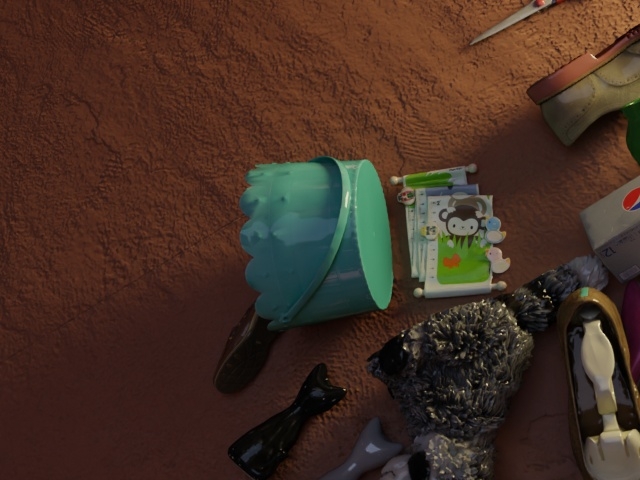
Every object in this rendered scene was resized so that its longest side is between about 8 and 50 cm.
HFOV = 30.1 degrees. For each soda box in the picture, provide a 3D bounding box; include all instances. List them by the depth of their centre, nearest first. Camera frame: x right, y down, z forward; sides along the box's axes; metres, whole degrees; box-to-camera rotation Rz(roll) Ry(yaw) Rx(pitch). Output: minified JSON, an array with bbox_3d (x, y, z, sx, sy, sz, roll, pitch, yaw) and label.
[{"bbox_3d":[0.529,-0.061,1.740,0.286,0.091,0.098,-34,32,21],"label":"soda box"}]

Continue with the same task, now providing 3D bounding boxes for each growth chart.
[{"bbox_3d":[0.212,-0.015,1.933,0.172,0.021,0.237,-14,68,14],"label":"growth chart"}]

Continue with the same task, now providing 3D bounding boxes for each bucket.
[{"bbox_3d":[0.000,0.000,1.877,0.183,0.281,0.281,-8,69,15],"label":"bucket"}]

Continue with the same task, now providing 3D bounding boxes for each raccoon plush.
[{"bbox_3d":[0.274,0.234,1.730,0.446,0.216,0.299,-30,72,8],"label":"raccoon plush"}]

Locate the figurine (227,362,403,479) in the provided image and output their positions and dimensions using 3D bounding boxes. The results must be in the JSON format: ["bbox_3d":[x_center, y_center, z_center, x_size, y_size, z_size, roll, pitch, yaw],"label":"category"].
[{"bbox_3d":[-0.002,0.328,1.859,0.209,0.092,0.215,-46,64,-5],"label":"figurine"}]

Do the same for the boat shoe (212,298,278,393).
[{"bbox_3d":[-0.123,0.172,1.976,0.178,0.064,0.060,-59,31,-5],"label":"boat shoe"}]

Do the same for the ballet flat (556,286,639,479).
[{"bbox_3d":[0.396,0.230,1.645,0.116,0.124,0.342,-10,80,12],"label":"ballet flat"}]

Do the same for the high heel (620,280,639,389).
[{"bbox_3d":[0.432,0.181,1.752,0.117,0.082,0.244,-5,80,15],"label":"high heel"}]

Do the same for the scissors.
[{"bbox_3d":[0.390,-0.403,2.002,0.297,0.021,0.109,-42,65,1],"label":"scissors"}]

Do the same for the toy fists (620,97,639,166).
[{"bbox_3d":[0.597,-0.193,1.794,0.279,0.096,0.142,-26,92,9],"label":"toy fists"}]

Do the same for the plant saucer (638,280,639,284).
[{"bbox_3d":[0.518,0.078,1.789,0.083,0.013,0.083,-7,69,18],"label":"plant saucer"}]

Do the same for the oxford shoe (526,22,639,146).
[{"bbox_3d":[0.506,-0.270,1.881,0.348,0.123,0.130,-28,91,8],"label":"oxford shoe"}]
